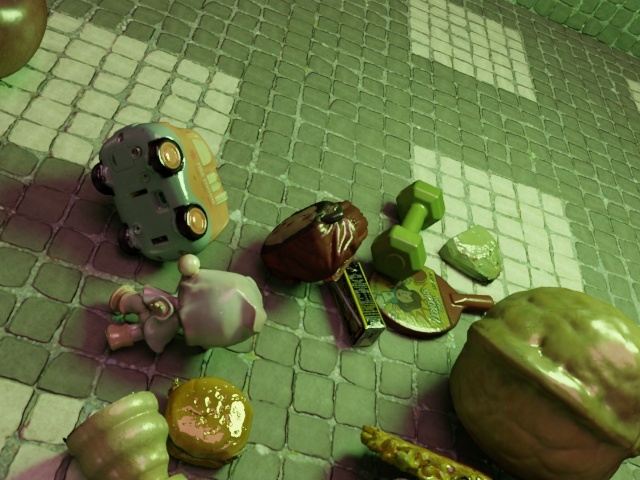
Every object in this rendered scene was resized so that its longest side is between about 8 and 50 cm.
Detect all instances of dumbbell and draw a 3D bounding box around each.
[{"bbox_3d":[0.206,-0.029,1.520,0.108,0.121,0.302,47,37,-11],"label":"dumbbell"}]

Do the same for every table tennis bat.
[{"bbox_3d":[0.244,0.131,1.474,0.310,0.038,0.200,6,47,-19],"label":"table tennis bat"}]

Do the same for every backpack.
[{"bbox_3d":[-0.001,-0.002,1.348,0.229,0.229,0.138,-41,105,-45],"label":"backpack"}]

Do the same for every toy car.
[{"bbox_3d":[-0.283,-0.103,1.269,0.212,0.181,0.270,-40,113,-56],"label":"toy car"}]

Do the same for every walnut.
[{"bbox_3d":[0.423,0.261,1.214,0.382,0.381,0.381,15,46,-16],"label":"walnut"}]

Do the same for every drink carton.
[{"bbox_3d":[0.071,0.129,1.357,0.056,0.071,0.165,2,49,-30],"label":"drink carton"}]

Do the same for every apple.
[{"bbox_3d":[-0.722,-0.458,1.359,0.306,0.235,0.305,17,45,-18],"label":"apple"}]

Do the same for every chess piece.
[{"bbox_3d":[-0.247,0.362,0.950,0.143,0.142,0.260,-21,70,-39],"label":"chess piece"}]

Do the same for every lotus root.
[{"bbox_3d":[0.386,0.032,1.608,0.144,0.070,0.143,45,46,15],"label":"lotus root"}]

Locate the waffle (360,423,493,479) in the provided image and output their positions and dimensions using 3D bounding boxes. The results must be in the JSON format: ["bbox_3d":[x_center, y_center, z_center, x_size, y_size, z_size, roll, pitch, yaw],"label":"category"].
[{"bbox_3d":[0.181,0.379,1.103,0.238,0.243,0.058,26,81,-13],"label":"waffle"}]

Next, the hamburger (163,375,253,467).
[{"bbox_3d":[-0.184,0.289,1.072,0.147,0.083,0.138,22,40,-13],"label":"hamburger"}]

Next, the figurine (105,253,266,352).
[{"bbox_3d":[-0.228,0.123,1.132,0.276,0.200,0.133,-7,31,3],"label":"figurine"}]

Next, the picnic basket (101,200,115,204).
[{"bbox_3d":[-0.389,-0.088,1.325,0.083,0.065,0.083,12,52,-48],"label":"picnic basket"}]

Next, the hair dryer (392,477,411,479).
[{"bbox_3d":[0.040,0.461,1.043,0.256,0.128,0.070,-13,47,-10],"label":"hair dryer"}]
